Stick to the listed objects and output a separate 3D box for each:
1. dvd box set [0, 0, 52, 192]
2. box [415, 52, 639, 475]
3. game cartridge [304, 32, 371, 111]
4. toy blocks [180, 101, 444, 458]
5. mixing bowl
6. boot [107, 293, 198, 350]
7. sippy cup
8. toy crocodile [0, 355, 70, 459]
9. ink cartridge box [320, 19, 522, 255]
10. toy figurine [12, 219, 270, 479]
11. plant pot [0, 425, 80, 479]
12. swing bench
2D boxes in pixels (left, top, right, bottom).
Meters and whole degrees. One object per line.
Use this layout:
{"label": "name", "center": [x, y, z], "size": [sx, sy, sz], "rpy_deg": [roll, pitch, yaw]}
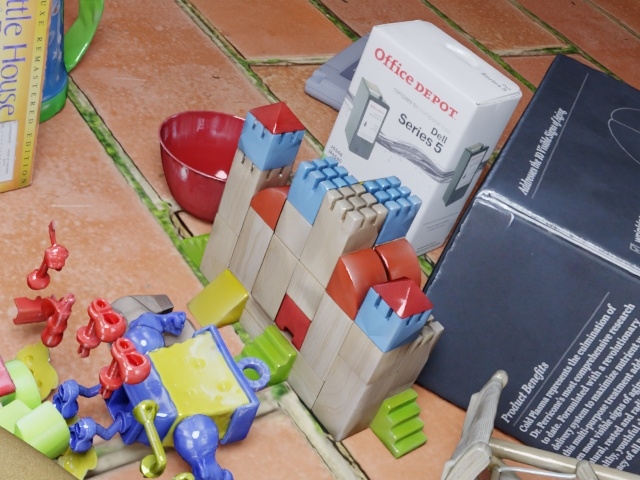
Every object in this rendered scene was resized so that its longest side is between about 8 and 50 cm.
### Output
{"label": "dvd box set", "center": [-0.482, -0.147, 0.881], "size": [0.420, 0.307, 0.062], "rpy_deg": [-21, 52, -43]}
{"label": "box", "center": [0.409, 0.048, 1.107], "size": [0.472, 0.297, 0.480], "rpy_deg": [30, 37, 8]}
{"label": "game cartridge", "center": [0.116, -0.286, 1.588], "size": [0.196, 0.060, 0.294], "rpy_deg": [27, 36, 12]}
{"label": "toy blocks", "center": [0.008, 0.022, 0.960], "size": [0.191, 0.261, 0.381], "rpy_deg": [-15, 50, -40]}
{"label": "mixing bowl", "center": [-0.135, -0.087, 1.157], "size": [0.181, 0.098, 0.181], "rpy_deg": [14, 33, -10]}
{"label": "boot", "center": [-0.185, 0.105, 0.945], "size": [0.087, 0.042, 0.118], "rpy_deg": [-21, 52, -36]}
{"label": "sippy cup", "center": [-0.446, -0.306, 1.171], "size": [0.240, 0.224, 0.305], "rpy_deg": [19, 36, -6]}
{"label": "toy crocodile", "center": [-0.352, 0.096, 0.808], "size": [0.115, 0.105, 0.340], "rpy_deg": [-17, 51, -41]}
{"label": "ink cartridge box", "center": [0.126, -0.140, 1.217], "size": [0.115, 0.273, 0.198], "rpy_deg": [-19, 53, -43]}
{"label": "toy figurine", "center": [-0.117, 0.147, 0.809], "size": [0.217, 0.191, 0.362], "rpy_deg": [-5, 45, -40]}
{"label": "plant pot", "center": [-0.300, 0.210, 0.621], "size": [0.254, 0.237, 0.237], "rpy_deg": [24, 33, -25]}
{"label": "swing bench", "center": [0.214, 0.268, 0.775], "size": [0.255, 0.165, 0.253], "rpy_deg": [30, 13, 12]}
